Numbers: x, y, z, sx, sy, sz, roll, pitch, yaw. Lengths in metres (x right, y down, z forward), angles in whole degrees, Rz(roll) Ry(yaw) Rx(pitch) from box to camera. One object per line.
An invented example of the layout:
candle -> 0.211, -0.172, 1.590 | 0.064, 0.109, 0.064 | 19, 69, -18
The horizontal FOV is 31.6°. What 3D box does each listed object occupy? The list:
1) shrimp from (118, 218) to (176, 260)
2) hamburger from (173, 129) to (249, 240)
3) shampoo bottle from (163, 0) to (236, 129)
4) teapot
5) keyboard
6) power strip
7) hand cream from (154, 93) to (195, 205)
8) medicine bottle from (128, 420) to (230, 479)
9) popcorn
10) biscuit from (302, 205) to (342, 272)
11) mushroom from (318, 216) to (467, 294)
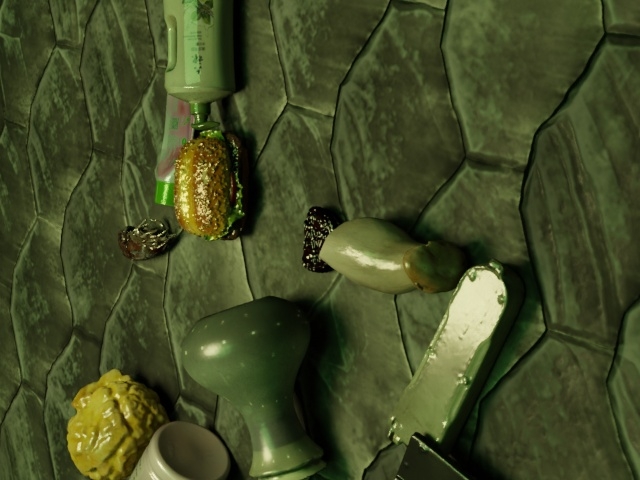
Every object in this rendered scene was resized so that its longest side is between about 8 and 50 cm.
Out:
shrimp -> -0.278, -0.003, 1.831 | 0.165, 0.056, 0.065 | -16, 74, 44
hamburger -> -0.163, -0.081, 1.678 | 0.137, 0.087, 0.166 | 5, 96, 47
shampoo bottle -> -0.181, -0.282, 1.684 | 0.118, 0.087, 0.234 | 0, 93, 30
teapot -> -0.079, 0.210, 1.556 | 0.183, 0.183, 0.251 | -20, 88, 46
keyboard -> 0.208, 0.351, 1.318 | 0.309, 0.018, 0.101 | 36, 124, 31
power strip -> 0.165, 0.143, 1.364 | 0.080, 0.048, 0.286 | 38, 119, 32
hand cream -> -0.222, -0.192, 1.775 | 0.079, 0.050, 0.275 | 9, 94, 21
medicine bottle -> -0.246, 0.409, 1.764 | 0.133, 0.133, 0.250 | 51, 126, 32
popcorn -> -0.335, 0.304, 1.846 | 0.180, 0.170, 0.180 | 2, 104, 9
biscuit -> 0.000, 0.000, 1.551 | 0.087, 0.027, 0.089 | 57, 130, 28
mushroom -> 0.084, 0.020, 1.410 | 0.212, 0.097, 0.088 | 15, 70, 50
